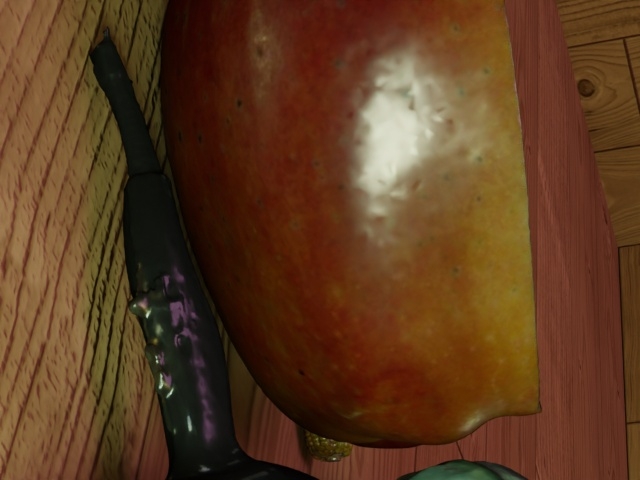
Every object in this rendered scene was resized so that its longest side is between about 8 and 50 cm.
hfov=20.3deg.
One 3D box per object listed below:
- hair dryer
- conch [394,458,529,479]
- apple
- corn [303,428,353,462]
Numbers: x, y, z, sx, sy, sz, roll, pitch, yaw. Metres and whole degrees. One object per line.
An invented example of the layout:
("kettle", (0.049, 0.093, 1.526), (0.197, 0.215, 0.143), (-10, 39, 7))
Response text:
("hair dryer", (-0.095, 0.051, 0.891), (0.303, 0.120, 0.360), (14, 57, -58))
("conch", (0.085, 0.256, 1.247), (0.277, 0.195, 0.220), (-122, -142, -68))
("apple", (0.047, -0.059, 1.065), (0.328, 0.295, 0.365), (0, 82, -51))
("corn", (0.003, 0.109, 1.256), (0.037, 0.037, 0.092), (36, 48, -69))
